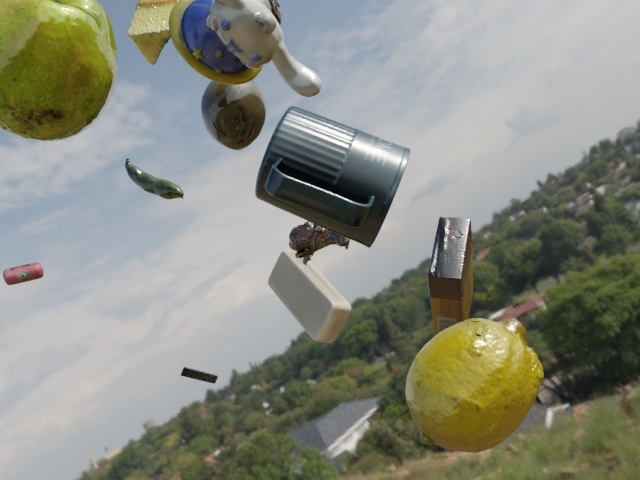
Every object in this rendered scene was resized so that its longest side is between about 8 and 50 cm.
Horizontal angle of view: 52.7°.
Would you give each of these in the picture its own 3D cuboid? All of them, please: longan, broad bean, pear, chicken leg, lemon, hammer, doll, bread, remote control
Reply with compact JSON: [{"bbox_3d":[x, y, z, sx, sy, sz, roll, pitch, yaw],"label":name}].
[{"bbox_3d":[-0.280,-0.416,2.089,0.248,0.248,0.248,-31,-7,-4],"label":"longan"},{"bbox_3d":[-0.522,-0.178,2.001,0.065,0.254,0.046,-61,-21,-5],"label":"broad bean"},{"bbox_3d":[-0.667,-0.445,1.567,0.391,0.391,0.391,-31,-7,-4],"label":"pear"},{"bbox_3d":[0.000,-0.007,1.775,0.196,0.125,0.080,-19,-35,29],"label":"chicken leg"},{"bbox_3d":[0.315,0.293,1.336,0.320,0.245,0.245,-50,-7,-1],"label":"lemon"},{"bbox_3d":[-0.657,0.074,1.430,0.083,0.043,0.043,-13,-14,-22],"label":"hammer"},{"bbox_3d":[-0.129,-0.369,1.177,0.242,0.311,0.159,-34,23,54],"label":"doll"},{"bbox_3d":[-0.479,-0.668,1.920,0.178,0.142,0.266,122,161,-56],"label":"bread"},{"bbox_3d":[-0.306,0.338,1.635,0.016,0.091,0.034,-98,30,-59],"label":"remote control"}]

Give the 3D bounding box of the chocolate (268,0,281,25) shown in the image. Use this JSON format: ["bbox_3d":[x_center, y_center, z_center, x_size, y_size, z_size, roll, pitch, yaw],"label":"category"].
[{"bbox_3d":[-0.157,-0.578,1.393,0.329,0.102,0.065,51,-124,-71],"label":"chocolate"}]

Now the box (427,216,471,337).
[{"bbox_3d":[0.458,0.145,2.248,0.415,0.116,0.264,72,-150,-48],"label":"box"}]

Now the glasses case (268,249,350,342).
[{"bbox_3d":[-0.041,0.167,2.007,0.076,0.336,0.144,13,-68,-39],"label":"glasses case"}]

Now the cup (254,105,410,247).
[{"bbox_3d":[0.014,-0.126,1.439,0.242,0.292,0.308,112,-178,-53],"label":"cup"}]
